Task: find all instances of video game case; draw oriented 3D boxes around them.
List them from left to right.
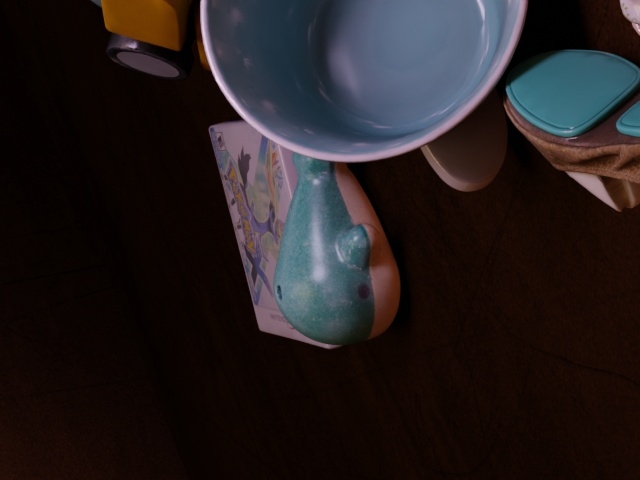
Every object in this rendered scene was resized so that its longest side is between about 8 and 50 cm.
[{"bbox_3d":[-0.067,-0.015,2.336,0.300,0.036,0.329,-175,70,-69],"label":"video game case"}]

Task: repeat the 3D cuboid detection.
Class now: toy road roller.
[{"bbox_3d":[-0.087,-0.280,1.654,0.329,0.241,0.202,96,-170,-78],"label":"toy road roller"}]

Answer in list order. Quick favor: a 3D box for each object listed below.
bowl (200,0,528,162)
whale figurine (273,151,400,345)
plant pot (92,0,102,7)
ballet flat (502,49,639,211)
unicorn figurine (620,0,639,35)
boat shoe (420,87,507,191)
[{"bbox_3d":[0.059,-0.212,1.530,0.311,0.311,0.163,68,-167,15],"label":"bowl"},{"bbox_3d":[0.000,0.000,2.011,0.216,0.141,0.272,-171,67,-69],"label":"whale figurine"},{"bbox_3d":[-0.230,-0.427,2.112,0.293,0.293,0.235,60,176,34],"label":"plant pot"},{"bbox_3d":[0.268,-0.076,1.318,0.124,0.116,0.342,60,162,-23],"label":"ballet flat"},{"bbox_3d":[0.259,-0.215,1.264,0.111,0.060,0.162,-126,28,-42],"label":"unicorn figurine"},{"bbox_3d":[0.113,-0.155,1.661,0.088,0.096,0.267,102,148,-60],"label":"boat shoe"}]
